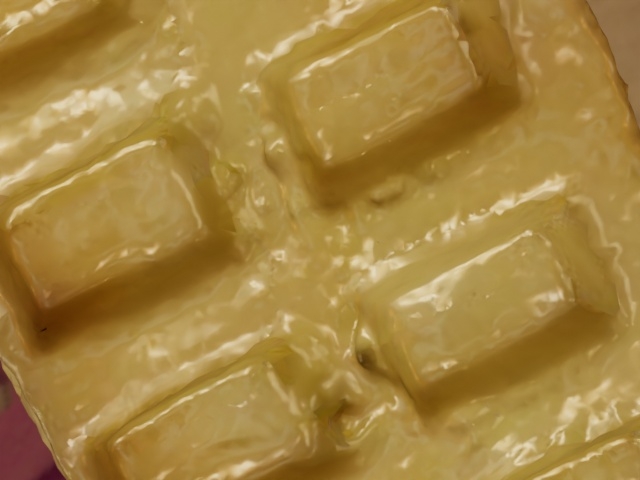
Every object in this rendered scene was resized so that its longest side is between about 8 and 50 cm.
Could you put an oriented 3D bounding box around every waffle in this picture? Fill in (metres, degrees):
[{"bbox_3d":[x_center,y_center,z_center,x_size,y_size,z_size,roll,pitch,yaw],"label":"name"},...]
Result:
[{"bbox_3d":[0.000,0.000,0.431,0.274,0.168,0.057,65,171,-8],"label":"waffle"}]
